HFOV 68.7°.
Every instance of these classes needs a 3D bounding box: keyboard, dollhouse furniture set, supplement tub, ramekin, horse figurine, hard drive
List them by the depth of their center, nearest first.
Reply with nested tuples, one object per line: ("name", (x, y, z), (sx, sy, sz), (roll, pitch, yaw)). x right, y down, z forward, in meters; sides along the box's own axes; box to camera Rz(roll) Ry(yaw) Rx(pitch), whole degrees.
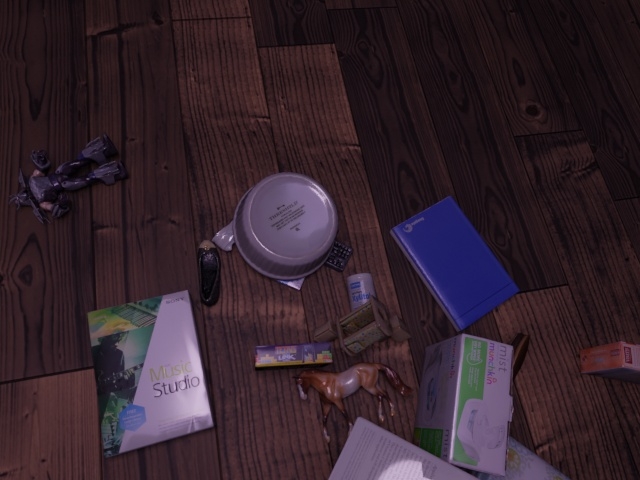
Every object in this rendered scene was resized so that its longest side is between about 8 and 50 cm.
("horse figurine", (0.080, 0.358, 1.108), (0.263, 0.066, 0.175), (-17, 79, -11))
("dollhouse furniture set", (0.105, 0.248, 1.128), (0.182, 0.161, 0.101), (-35, 38, 21))
("ramekin", (-0.079, -0.043, 1.159), (0.272, 0.127, 0.273), (3, 77, -14))
("supplement tub", (0.106, 0.143, 1.187), (0.071, 0.071, 0.107), (-6, 71, -10))
("keyboard", (0.000, 0.000, 1.251), (0.180, 0.023, 0.108), (27, 68, 2))
("hard drive", (0.362, 0.055, 1.271), (0.210, 0.040, 0.319), (-29, 76, -17))

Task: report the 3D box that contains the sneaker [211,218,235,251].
("sneaker", (-0.213, -0.033, 1.223), (0.061, 0.053, 0.152), (46, 71, -8))

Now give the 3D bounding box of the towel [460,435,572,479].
("towel", (0.427, 0.662, 1.035), (0.320, 0.090, 0.374), (36, 69, 3))

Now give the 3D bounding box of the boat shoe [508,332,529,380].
("boat shoe", (0.459, 0.314, 1.175), (0.073, 0.073, 0.207), (14, 54, 41))

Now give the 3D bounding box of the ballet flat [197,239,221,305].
("ballet flat", (-0.276, 0.078, 1.168), (0.057, 0.049, 0.173), (-5, 71, -11))

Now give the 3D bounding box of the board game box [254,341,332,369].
("board game box", (-0.067, 0.268, 1.078), (0.170, 0.141, 0.048), (-1, 70, -9))

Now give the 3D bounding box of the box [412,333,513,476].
("box", (0.315, 0.365, 1.049), (0.126, 0.231, 0.262), (15, 69, -3))

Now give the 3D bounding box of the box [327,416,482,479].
("box", (0.206, 0.522, 0.923), (0.345, 0.215, 0.168), (21, 65, 24))

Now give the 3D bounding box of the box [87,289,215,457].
("box", (-0.386, 0.293, 1.069), (0.232, 0.058, 0.322), (-13, 71, -13))

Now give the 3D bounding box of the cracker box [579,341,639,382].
("cracker box", (0.808, 0.315, 1.177), (0.232, 0.156, 0.067), (11, 69, -4))

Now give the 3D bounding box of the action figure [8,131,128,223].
("action figure", (-0.645, -0.158, 1.180), (0.285, 0.099, 0.185), (-29, 85, -13))

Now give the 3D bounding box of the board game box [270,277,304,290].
("board game box", (-0.079, 0.073, 1.213), (0.090, 0.020, 0.090), (23, 70, 0))
